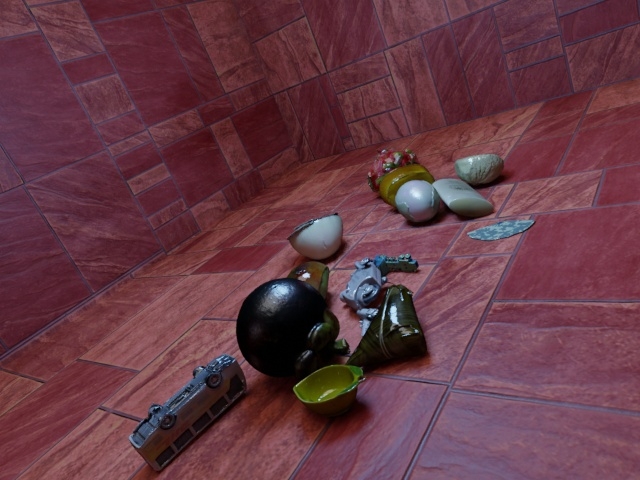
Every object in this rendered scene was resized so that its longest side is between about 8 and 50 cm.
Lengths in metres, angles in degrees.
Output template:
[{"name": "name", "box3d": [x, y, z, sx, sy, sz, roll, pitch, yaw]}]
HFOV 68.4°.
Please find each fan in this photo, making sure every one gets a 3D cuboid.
[{"name": "fan", "box3d": [0.648, -0.037, 1.704, 0.240, 0.009, 0.131, -12, 23, 29]}]

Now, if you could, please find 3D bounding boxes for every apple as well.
[{"name": "apple", "box3d": [-0.050, 0.172, 1.704, 0.188, 0.173, 0.207, -85, 18, -48]}]

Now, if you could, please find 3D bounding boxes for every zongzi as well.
[{"name": "zongzi", "box3d": [0.161, 0.238, 1.339, 0.241, 0.111, 0.248, -20, 36, 12]}]

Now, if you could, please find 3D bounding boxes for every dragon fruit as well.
[{"name": "dragon fruit", "box3d": [0.384, -0.359, 2.508, 0.302, 0.237, 0.231, -33, 34, 24]}]

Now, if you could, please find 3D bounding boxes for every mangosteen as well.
[{"name": "mangosteen", "box3d": [-0.098, 0.270, 1.366, 0.296, 0.297, 0.314, -24, 54, -1]}]

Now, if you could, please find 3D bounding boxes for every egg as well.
[{"name": "egg", "box3d": [0.427, -0.170, 2.038, 0.183, 0.183, 0.217, -29, 17, -16]}, {"name": "egg", "box3d": [-0.004, 0.002, 2.128, 0.264, 0.174, 0.286, -24, -5, -3]}]

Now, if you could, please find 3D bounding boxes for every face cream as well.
[{"name": "face cream", "box3d": [0.596, -0.187, 2.012, 0.173, 0.081, 0.348, 3, 20, -1]}]

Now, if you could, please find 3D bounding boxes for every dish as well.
[{"name": "dish", "box3d": [0.032, 0.387, 1.188, 0.207, 0.080, 0.149, -14, 17, 28]}]

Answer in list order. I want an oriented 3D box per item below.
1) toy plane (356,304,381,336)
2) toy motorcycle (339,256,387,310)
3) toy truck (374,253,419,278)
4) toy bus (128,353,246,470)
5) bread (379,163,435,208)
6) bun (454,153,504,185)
[{"name": "toy plane", "box3d": [0.166, 0.236, 1.460, 0.162, 0.066, 0.171, -37, 28, -27]}, {"name": "toy motorcycle", "box3d": [0.134, 0.157, 1.621, 0.171, 0.110, 0.260, -36, 18, 16]}, {"name": "toy truck", "box3d": [0.267, 0.097, 1.712, 0.175, 0.067, 0.081, -1, 35, 41]}, {"name": "toy bus", "box3d": [-0.361, 0.471, 1.324, 0.342, 0.138, 0.097, -38, 23, -33]}, {"name": "bread", "box3d": [0.420, -0.258, 2.274, 0.269, 0.196, 0.143, -20, 26, -3]}, {"name": "bun", "box3d": [0.730, -0.320, 2.162, 0.220, 0.134, 0.220, -2, 0, 0]}]
